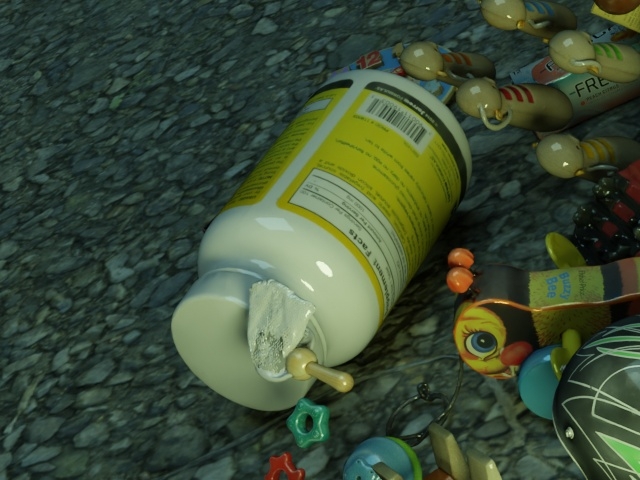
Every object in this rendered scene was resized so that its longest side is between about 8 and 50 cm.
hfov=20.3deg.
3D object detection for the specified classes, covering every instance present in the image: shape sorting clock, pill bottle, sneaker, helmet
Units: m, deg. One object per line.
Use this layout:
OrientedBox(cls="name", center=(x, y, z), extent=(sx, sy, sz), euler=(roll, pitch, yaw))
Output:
OrientedBox(cls="shape sorting clock", center=(0.066, -0.168, 2.081), extent=(0.206, 0.040, 0.206), euler=(-21, 29, 12))
OrientedBox(cls="pill bottle", center=(0.000, 0.000, 1.708), extent=(0.188, 0.188, 0.334), euler=(-3, 37, 38))
OrientedBox(cls="sneaker", center=(0.334, -0.041, 1.586), extent=(0.276, 0.135, 0.097), euler=(-49, 40, 10))
OrientedBox(cls="helmet", center=(0.259, 0.131, 1.294), extent=(0.169, 0.161, 0.169), euler=(-21, 29, 12))

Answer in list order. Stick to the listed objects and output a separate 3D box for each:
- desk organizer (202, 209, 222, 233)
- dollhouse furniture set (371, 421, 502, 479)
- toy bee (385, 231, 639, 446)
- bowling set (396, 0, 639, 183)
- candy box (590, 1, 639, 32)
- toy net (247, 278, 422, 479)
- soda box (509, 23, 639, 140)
OrientedBox(cls="desk organizer", center=(-0.065, -0.030, 1.956), extent=(0.047, 0.050, 0.130), euler=(10, 46, 49))
OrientedBox(cls="dollhouse furniture set", center=(0.051, 0.285, 1.302), extent=(0.262, 0.135, 0.259), euler=(-34, 18, -12))
OrientedBox(cls="toy bee", center=(0.175, 0.073, 1.465), extent=(0.298, 0.162, 0.195), euler=(-29, 32, -1))
OrientedBox(cls="bowling set", center=(0.214, -0.191, 1.722), extent=(0.154, 0.199, 0.287), euler=(3, 23, -48))
OrientedBox(cls="candy box", center=(0.377, -0.241, 1.808), extent=(0.187, 0.053, 0.109), euler=(23, 42, 1))
OrientedBox(cls="toy net", center=(-0.009, 0.142, 1.509), extent=(0.122, 0.045, 0.232), euler=(-39, 64, 28))
OrientedBox(cls="soda box", center=(0.295, -0.177, 1.872), extent=(0.183, 0.063, 0.058), euler=(-25, 31, 6))
